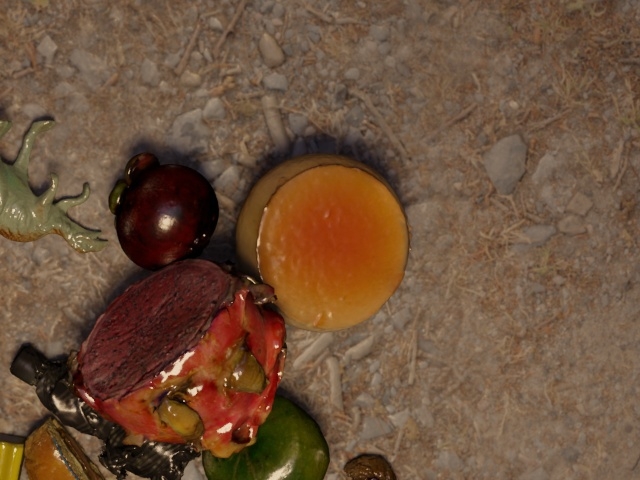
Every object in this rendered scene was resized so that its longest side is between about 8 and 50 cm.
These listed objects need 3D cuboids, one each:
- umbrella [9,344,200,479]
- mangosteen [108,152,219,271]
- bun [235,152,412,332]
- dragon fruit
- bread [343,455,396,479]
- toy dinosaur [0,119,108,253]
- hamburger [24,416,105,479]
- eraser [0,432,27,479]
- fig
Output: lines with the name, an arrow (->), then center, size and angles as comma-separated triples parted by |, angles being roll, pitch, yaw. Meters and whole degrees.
umbrella -> -0.350, 0.280, 1.425 | 0.337, 0.154, 0.128 | 40, 44, -10
mangosteen -> -0.262, -0.048, 1.431 | 0.200, 0.200, 0.199 | 0, 91, -11
bun -> 0.000, 0.000, 1.472 | 0.299, 0.165, 0.298 | -3, 100, -19
dragon fruit -> -0.174, 0.206, 1.335 | 0.263, 0.314, 0.296 | 54, 54, -32
bread -> 0.095, 0.430, 1.553 | 0.082, 0.060, 0.113 | -27, 94, -6
toy dinosaur -> -0.518, -0.109, 1.415 | 0.393, 0.092, 0.205 | 13, 95, -19
hamburger -> -0.427, 0.385, 1.435 | 0.102, 0.087, 0.176 | -35, 108, -6
eraser -> -0.573, 0.414, 1.425 | 0.158, 0.069, 0.225 | 10, 90, -8
fig -> -0.072, 0.376, 1.490 | 0.203, 0.235, 0.203 | -9, 57, 15
